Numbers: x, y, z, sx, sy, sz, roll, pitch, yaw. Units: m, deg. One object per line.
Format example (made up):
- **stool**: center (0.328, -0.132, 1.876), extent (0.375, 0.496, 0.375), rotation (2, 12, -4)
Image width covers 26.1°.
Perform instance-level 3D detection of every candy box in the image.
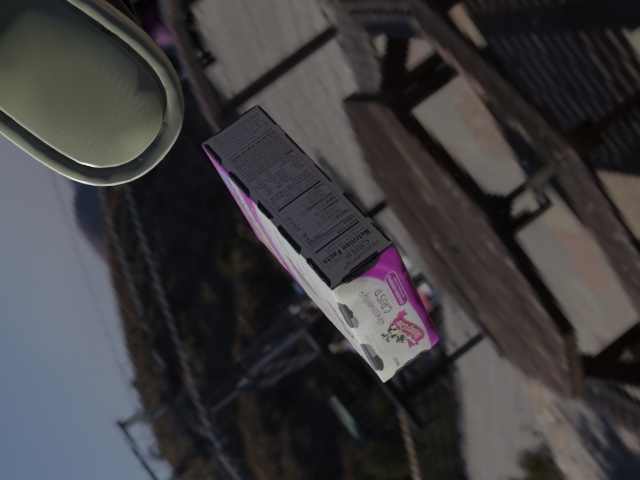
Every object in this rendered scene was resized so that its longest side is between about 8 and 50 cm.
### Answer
- **candy box**: center (0.000, 0.000, 1.264), extent (0.233, 0.071, 0.159), rotation (48, 172, 39)

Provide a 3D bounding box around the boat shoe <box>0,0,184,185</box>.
- **boat shoe**: center (-0.208, -0.172, 0.739), extent (0.340, 0.127, 0.113), rotation (38, -167, -16)
